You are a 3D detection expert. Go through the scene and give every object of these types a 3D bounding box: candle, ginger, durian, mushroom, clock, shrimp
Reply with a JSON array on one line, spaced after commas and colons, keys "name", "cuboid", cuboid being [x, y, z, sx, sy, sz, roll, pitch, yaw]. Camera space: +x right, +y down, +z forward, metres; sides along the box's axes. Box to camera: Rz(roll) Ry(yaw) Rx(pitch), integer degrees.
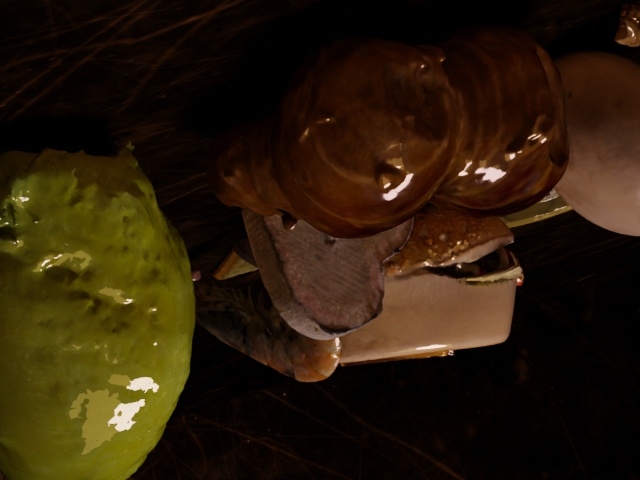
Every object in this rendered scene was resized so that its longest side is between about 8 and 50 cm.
[{"name": "candle", "cuboid": [0.000, 0.000, 1.642, 0.192, 0.168, 0.068, -65, -169, -24]}, {"name": "ginger", "cuboid": [0.071, -0.076, 1.316, 0.357, 0.152, 0.274, -8, 165, -42]}, {"name": "durian", "cuboid": [-0.214, 0.068, 1.294, 0.256, 0.339, 0.204, 3, -149, 46]}, {"name": "mushroom", "cuboid": [0.308, -0.100, 1.525, 0.209, 0.206, 0.206, -17, 170, -15]}, {"name": "clock", "cuboid": [0.288, -0.074, 2.028, 0.237, 0.057, 0.237, -17, 169, -4]}, {"name": "shrimp", "cuboid": [-0.091, 0.056, 1.767, 0.296, 0.169, 0.058, 22, -141, 35]}]

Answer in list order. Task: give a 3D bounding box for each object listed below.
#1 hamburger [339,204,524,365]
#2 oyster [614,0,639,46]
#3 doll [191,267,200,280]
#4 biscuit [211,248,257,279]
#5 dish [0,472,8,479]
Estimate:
[{"name": "hamburger", "cuboid": [0.088, 0.048, 1.835, 0.302, 0.170, 0.302, -6, 180, 0]}, {"name": "oyster", "cuboid": [0.376, -0.212, 1.440, 0.345, 0.078, 0.128, -9, 145, -39]}, {"name": "doll", "cuboid": [-0.213, 0.035, 1.528, 0.188, 0.096, 0.145, -2, -173, -33]}, {"name": "biscuit", "cuboid": [-0.013, -0.001, 1.954, 0.231, 0.016, 0.139, -17, 168, -21]}, {"name": "dish", "cuboid": [-0.435, 0.213, 1.660, 0.316, 0.316, 0.106, -22, -163, 15]}]
